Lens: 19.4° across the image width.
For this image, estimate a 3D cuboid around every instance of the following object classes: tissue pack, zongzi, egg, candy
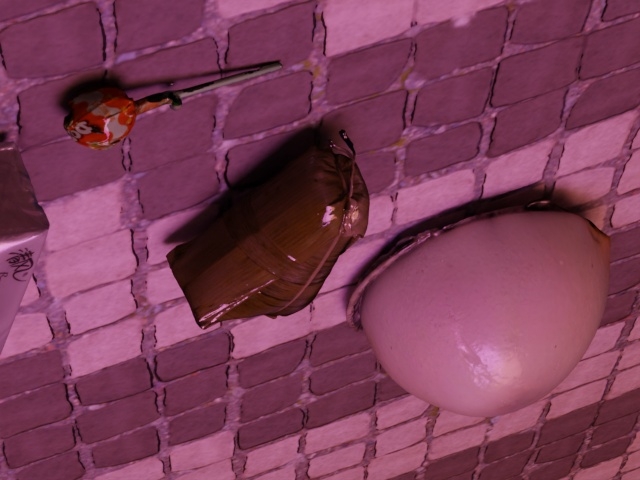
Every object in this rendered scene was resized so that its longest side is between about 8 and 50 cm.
[{"bbox_3d":[-0.308,0.050,1.429,0.159,0.145,0.229,-8,149,-28],"label":"tissue pack"},{"bbox_3d":[0.001,-0.002,1.648,0.205,0.094,0.204,-38,154,26],"label":"zongzi"},{"bbox_3d":[0.180,0.093,1.881,0.264,0.174,0.286,-31,157,21],"label":"egg"},{"bbox_3d":[-0.110,-0.110,1.428,0.184,0.049,0.055,-18,-177,-25],"label":"candy"}]
